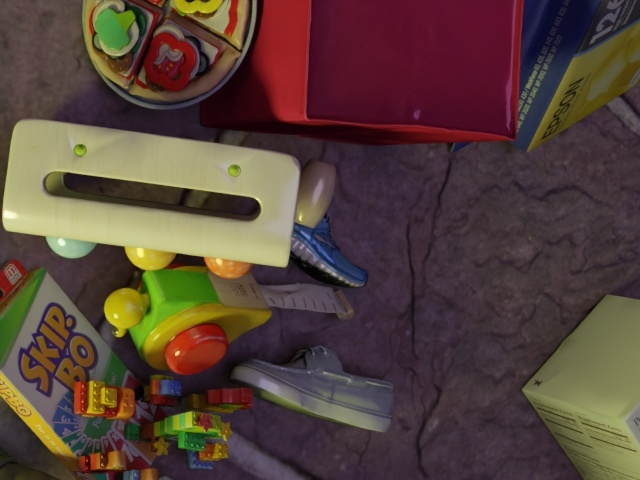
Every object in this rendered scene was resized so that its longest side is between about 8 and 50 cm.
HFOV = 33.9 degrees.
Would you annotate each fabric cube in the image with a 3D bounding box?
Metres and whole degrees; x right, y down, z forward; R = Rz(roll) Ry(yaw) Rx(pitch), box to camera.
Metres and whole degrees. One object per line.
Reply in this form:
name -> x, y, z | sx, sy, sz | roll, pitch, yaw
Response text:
fabric cube -> 0.042, -0.237, 1.116 | 0.259, 0.258, 0.254 | 3, 92, -29

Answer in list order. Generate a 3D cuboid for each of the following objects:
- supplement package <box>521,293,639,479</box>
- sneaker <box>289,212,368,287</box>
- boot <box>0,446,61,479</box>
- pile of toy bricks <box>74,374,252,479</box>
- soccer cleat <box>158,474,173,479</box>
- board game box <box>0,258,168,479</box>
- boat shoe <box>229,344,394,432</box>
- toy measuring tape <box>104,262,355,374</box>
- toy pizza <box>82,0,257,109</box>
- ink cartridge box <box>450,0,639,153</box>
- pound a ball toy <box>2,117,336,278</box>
supplement package -> 0.454, 0.242, 1.413 | 0.199, 0.198, 0.262 | -44, 112, -18
sneaker -> 0.000, 0.000, 1.225 | 0.162, 0.063, 0.073 | 37, 74, -26
boot -> -0.348, 0.317, 1.018 | 0.246, 0.161, 0.083 | -61, 159, -22
pile of toy bricks -> -0.146, 0.194, 1.090 | 0.212, 0.105, 0.118 | 18, 61, -48
soccer cleat -> -0.269, 0.364, 1.097 | 0.331, 0.116, 0.143 | -26, 90, -26
board game box -> -0.261, 0.146, 1.082 | 0.259, 0.039, 0.124 | 53, 38, -19
boat shoe -> -0.004, 0.165, 1.235 | 0.228, 0.079, 0.081 | 23, 74, -33
toy measuring tape -> -0.106, 0.091, 1.167 | 0.330, 0.121, 0.121 | 7, 91, -46
toy pizza -> -0.159, -0.233, 1.059 | 0.032, 0.201, 0.201 | -6, 99, -69
ink cartridge box -> 0.320, -0.239, 1.263 | 0.307, 0.303, 0.072 | -34, 69, -24
pound a ball toy -> -0.141, -0.037, 1.081 | 0.319, 0.208, 0.135 | 8, 93, -5
